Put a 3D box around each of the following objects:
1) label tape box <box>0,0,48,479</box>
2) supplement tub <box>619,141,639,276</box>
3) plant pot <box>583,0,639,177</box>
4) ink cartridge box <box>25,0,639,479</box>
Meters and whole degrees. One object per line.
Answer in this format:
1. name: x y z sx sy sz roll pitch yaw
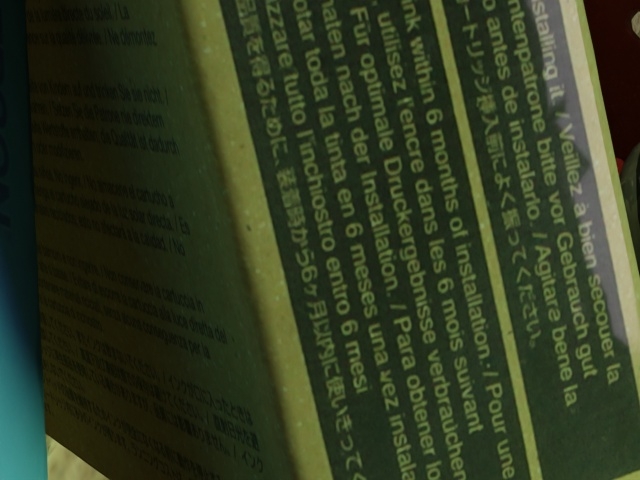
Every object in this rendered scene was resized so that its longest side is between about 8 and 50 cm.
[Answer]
1. label tape box: -0.150 0.025 0.227 0.333 0.106 0.241 38 45 -67
2. supplement tub: 0.235 0.110 0.692 0.207 0.207 0.338 12 67 -70
3. plant pot: 0.186 -0.058 0.966 0.265 0.272 0.272 -17 98 -47
4. ink cartridge box: -0.029 -0.039 0.454 0.234 0.088 0.193 16 -60 66
